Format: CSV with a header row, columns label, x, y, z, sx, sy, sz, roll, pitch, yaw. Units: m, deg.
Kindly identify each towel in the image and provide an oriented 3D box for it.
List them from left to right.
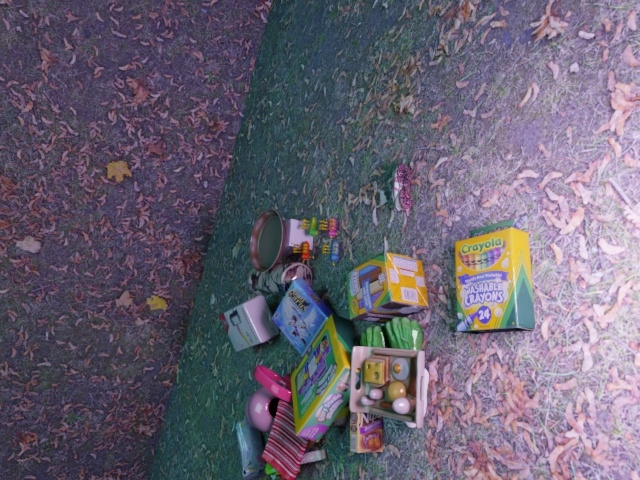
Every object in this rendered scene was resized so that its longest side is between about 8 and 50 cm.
label,x,y,z,sx,sy,sz,roll,pitch,yaw
towel,-0.138,0.810,1.971,0.198,0.031,0.275,23,99,41

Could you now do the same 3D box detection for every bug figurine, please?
label,x,y,z,sx,sy,sz,roll,pitch,yaw
bug figurine,0.000,0.000,2.191,0.279,0.072,0.217,2,84,46

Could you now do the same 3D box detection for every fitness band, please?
label,x,y,z,sx,sy,sz,roll,pitch,yaw
fitness band,-0.169,0.622,2.107,0.290,0.209,0.054,22,84,46

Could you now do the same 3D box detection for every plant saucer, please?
label,x,y,z,sx,sy,sz,roll,pitch,yaw
plant saucer,-0.250,0.004,2.364,0.310,0.050,0.311,-22,63,51

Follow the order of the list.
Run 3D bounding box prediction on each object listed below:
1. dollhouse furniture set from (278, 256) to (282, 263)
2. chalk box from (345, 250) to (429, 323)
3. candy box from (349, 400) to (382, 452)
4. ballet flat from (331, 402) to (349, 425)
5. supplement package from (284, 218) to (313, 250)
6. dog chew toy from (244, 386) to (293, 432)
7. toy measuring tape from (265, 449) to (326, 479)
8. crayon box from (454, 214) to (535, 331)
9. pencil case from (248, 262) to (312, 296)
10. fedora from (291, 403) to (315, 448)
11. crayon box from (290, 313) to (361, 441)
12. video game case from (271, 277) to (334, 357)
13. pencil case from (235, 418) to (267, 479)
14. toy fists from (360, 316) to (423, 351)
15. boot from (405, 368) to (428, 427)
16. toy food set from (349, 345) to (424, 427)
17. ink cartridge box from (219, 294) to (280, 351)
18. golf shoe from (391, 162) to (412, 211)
label,x,y,z,sx,sy,sz,roll,pitch,yaw
dollhouse furniture set,-0.276,0.025,2.573,0.144,0.151,0.123,-64,33,17
chalk box,0.208,0.181,1.707,0.289,0.180,0.179,-32,53,48
candy box,0.159,0.632,1.685,0.053,0.109,0.187,-25,58,53
ballet flat,0.056,0.677,1.883,0.231,0.077,0.077,-35,72,52
supplement package,-0.152,-0.009,2.401,0.244,0.133,0.139,-14,68,56
dog chew toy,-0.255,0.773,2.226,0.332,0.206,0.207,142,132,-57
toy measuring tape,-0.091,0.923,2.020,0.330,0.121,0.122,-27,54,25
crayon box,0.487,0.095,1.383,0.203,0.083,0.323,-21,61,54
pencil case,-0.206,0.201,2.386,0.410,0.159,0.184,-5,71,57
fedora,-0.067,0.756,2.010,0.194,0.079,0.195,10,104,45
crayon box,0.019,0.521,1.871,0.363,0.106,0.313,-59,21,21
video game case,-0.072,0.344,2.116,0.269,0.061,0.244,45,119,27
pencil case,-0.336,1.001,2.331,0.113,0.124,0.273,-55,37,32
toy fists,0.243,0.348,1.674,0.279,0.096,0.142,-33,64,47
boot,0.298,0.496,1.569,0.086,0.069,0.190,-179,103,-72
toy food set,0.205,0.454,1.545,0.306,0.092,0.220,-10,73,51
ink cartridge box,-0.372,0.431,2.516,0.306,0.131,0.226,-31,84,51
golf shoe,0.293,-0.198,1.819,0.086,0.067,0.186,-24,59,55
